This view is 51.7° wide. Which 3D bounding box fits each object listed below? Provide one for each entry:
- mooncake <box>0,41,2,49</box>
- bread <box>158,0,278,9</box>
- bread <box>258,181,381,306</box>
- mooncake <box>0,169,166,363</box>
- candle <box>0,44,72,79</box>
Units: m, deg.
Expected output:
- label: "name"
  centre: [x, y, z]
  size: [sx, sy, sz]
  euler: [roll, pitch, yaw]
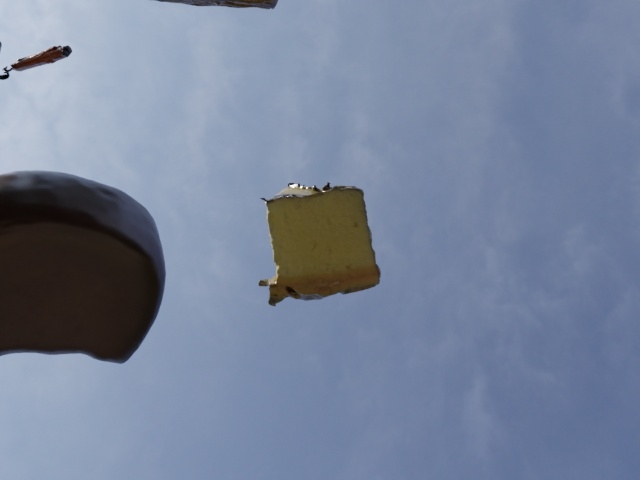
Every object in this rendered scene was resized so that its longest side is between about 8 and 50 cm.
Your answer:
- label: "mooncake"
  centre: [-0.568, -0.269, 1.040]
  size: [0.130, 0.073, 0.125]
  euler: [-26, -125, 17]
- label: "bread"
  centre: [-0.200, -0.472, 0.871]
  size: [0.314, 0.191, 0.369]
  euler: [-3, -94, -24]
- label: "bread"
  centre: [0.000, 0.000, 0.851]
  size: [0.152, 0.127, 0.147]
  euler: [-4, -74, 13]
- label: "mooncake"
  centre: [-0.389, 0.051, 0.962]
  size: [0.326, 0.174, 0.333]
  euler: [-23, -46, -9]
- label: "candle"
  centre: [-0.453, -0.280, 1.038]
  size: [0.168, 0.021, 0.026]
  euler: [-6, -106, 30]
